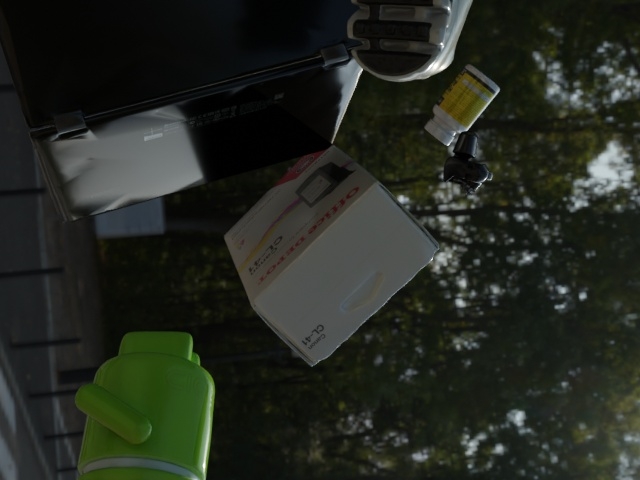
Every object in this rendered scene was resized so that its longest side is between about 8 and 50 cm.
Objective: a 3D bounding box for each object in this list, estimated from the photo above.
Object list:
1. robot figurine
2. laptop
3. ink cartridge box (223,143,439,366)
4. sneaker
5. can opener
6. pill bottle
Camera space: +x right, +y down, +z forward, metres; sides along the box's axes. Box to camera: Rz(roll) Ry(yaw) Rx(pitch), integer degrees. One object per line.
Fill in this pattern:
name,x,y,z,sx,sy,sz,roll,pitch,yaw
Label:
robot figurine,-0.092,0.106,0.462,0.101,0.067,0.115,88,3,-57
laptop,-0.166,-0.241,1.004,0.408,0.382,0.236,115,-44,-69
ink cartridge box,0.000,0.000,1.187,0.131,0.226,0.306,45,2,-19
sneaker,0.101,-0.284,0.766,0.118,0.110,0.292,-7,112,-60
can opener,0.195,-0.092,1.114,0.073,0.059,0.186,-64,169,5
pill bottle,0.211,-0.203,1.312,0.116,0.065,0.065,-52,-153,12
